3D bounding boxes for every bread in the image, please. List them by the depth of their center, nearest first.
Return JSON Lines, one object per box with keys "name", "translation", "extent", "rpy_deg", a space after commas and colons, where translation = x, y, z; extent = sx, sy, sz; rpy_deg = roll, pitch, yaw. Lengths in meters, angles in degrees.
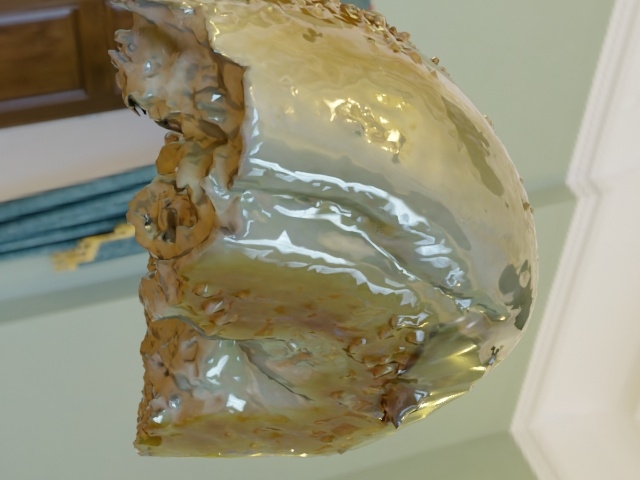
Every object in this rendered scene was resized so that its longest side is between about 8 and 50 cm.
{"name": "bread", "translation": [0.005, -0.001, 0.495], "extent": [0.314, 0.192, 0.171], "rpy_deg": [101, -8, -59]}
